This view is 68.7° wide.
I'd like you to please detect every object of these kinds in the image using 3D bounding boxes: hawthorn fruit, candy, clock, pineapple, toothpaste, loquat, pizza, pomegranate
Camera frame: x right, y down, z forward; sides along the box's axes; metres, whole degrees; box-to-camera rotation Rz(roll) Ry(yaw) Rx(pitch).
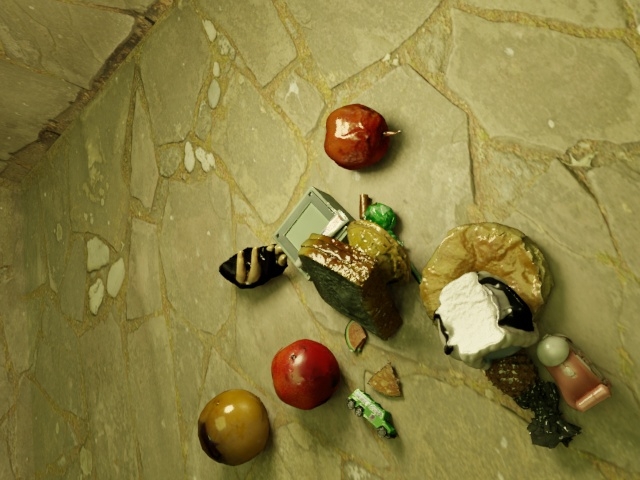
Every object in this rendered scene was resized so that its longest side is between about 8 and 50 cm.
[{"bbox_3d":[0.141,-0.323,1.458,0.243,0.207,0.207,5,81,33],"label":"hawthorn fruit"},{"bbox_3d":[0.235,0.023,1.378,0.097,0.097,0.323,-40,67,22],"label":"candy"},{"bbox_3d":[0.540,0.281,1.025,0.093,0.166,0.162,-43,64,21],"label":"clock"},{"bbox_3d":[0.489,0.364,1.080,0.237,0.111,0.119,54,146,28],"label":"pineapple"},{"bbox_3d":[0.000,0.000,1.428,0.218,0.033,0.052,-47,61,10],"label":"toothpaste"},{"bbox_3d":[-0.275,0.596,1.497,0.235,0.235,0.234,-10,73,34],"label":"loquat"},{"bbox_3d":[0.196,0.407,1.330,0.099,0.029,0.100,46,108,26],"label":"pizza"},{"bbox_3d":[-0.049,0.406,1.401,0.210,0.210,0.235,58,144,31],"label":"pomegranate"}]

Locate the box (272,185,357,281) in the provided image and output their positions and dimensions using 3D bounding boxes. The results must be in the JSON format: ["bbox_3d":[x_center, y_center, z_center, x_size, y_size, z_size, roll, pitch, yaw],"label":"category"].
[{"bbox_3d":[-0.006,-0.018,1.525,0.225,0.117,0.225,-52,55,14],"label":"box"}]

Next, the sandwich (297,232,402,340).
[{"bbox_3d":[0.074,0.124,1.321,0.271,0.301,0.099,22,62,38],"label":"sandwich"}]

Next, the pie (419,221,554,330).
[{"bbox_3d":[0.412,0.109,1.205,0.340,0.083,0.339,-6,79,34],"label":"pie"}]

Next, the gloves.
[{"bbox_3d":[-0.214,0.078,1.630,0.152,0.197,0.301,53,143,-7],"label":"gloves"}]

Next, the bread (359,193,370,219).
[{"bbox_3d":[0.140,-0.106,1.489,0.036,0.047,0.083,-2,77,5],"label":"bread"}]

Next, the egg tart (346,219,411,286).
[{"bbox_3d":[0.151,0.050,1.336,0.241,0.241,0.106,30,62,37],"label":"egg tart"}]

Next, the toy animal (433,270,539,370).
[{"bbox_3d":[0.378,0.193,1.076,0.204,0.156,0.208,-40,34,24],"label":"toy animal"}]

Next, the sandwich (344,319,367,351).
[{"bbox_3d":[0.108,0.289,1.423,0.069,0.026,0.101,-31,65,22],"label":"sandwich"}]

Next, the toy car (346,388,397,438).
[{"bbox_3d":[0.149,0.487,1.315,0.165,0.071,0.062,33,84,37],"label":"toy car"}]
